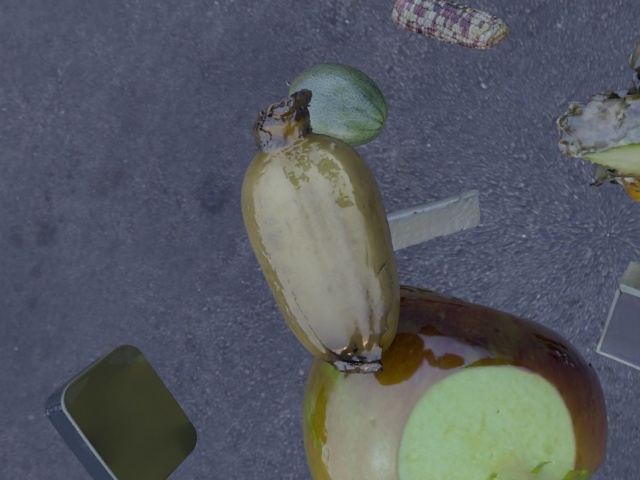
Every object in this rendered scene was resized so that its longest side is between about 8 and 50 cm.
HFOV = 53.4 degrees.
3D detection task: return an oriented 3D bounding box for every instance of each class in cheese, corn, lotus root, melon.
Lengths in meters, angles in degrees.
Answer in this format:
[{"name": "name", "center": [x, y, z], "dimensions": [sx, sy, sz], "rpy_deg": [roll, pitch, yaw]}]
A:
[{"name": "cheese", "center": [0.124, -0.012, 1.198], "dimensions": [0.400, 0.034, 0.085], "rpy_deg": [-14, 119, -14]}, {"name": "corn", "center": [0.261, -0.448, 1.303], "dimensions": [0.253, 0.086, 0.086], "rpy_deg": [29, 102, 28]}, {"name": "lotus root", "center": [0.002, -0.001, 0.676], "dimensions": [0.146, 0.131, 0.303], "rpy_deg": [-20, 97, -11]}, {"name": "melon", "center": [0.023, -0.233, 1.085], "dimensions": [0.192, 0.139, 0.139], "rpy_deg": [25, 101, 16]}]

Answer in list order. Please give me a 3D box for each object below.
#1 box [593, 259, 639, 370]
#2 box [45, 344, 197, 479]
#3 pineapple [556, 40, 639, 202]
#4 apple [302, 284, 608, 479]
[{"name": "box", "center": [0.263, 0.068, 0.491], "dimensions": [0.079, 0.035, 0.083], "rpy_deg": [22, 135, 29]}, {"name": "box", "center": [-0.298, 0.272, 0.952], "dimensions": [0.090, 0.144, 0.201], "rpy_deg": [-25, 103, 43]}, {"name": "pineapple", "center": [0.301, -0.143, 0.430], "dimensions": [0.286, 0.344, 0.209], "rpy_deg": [5, 78, -4]}, {"name": "apple", "center": [0.161, 0.244, 0.835], "dimensions": [0.384, 0.374, 0.374], "rpy_deg": [17, 97, 24]}]
